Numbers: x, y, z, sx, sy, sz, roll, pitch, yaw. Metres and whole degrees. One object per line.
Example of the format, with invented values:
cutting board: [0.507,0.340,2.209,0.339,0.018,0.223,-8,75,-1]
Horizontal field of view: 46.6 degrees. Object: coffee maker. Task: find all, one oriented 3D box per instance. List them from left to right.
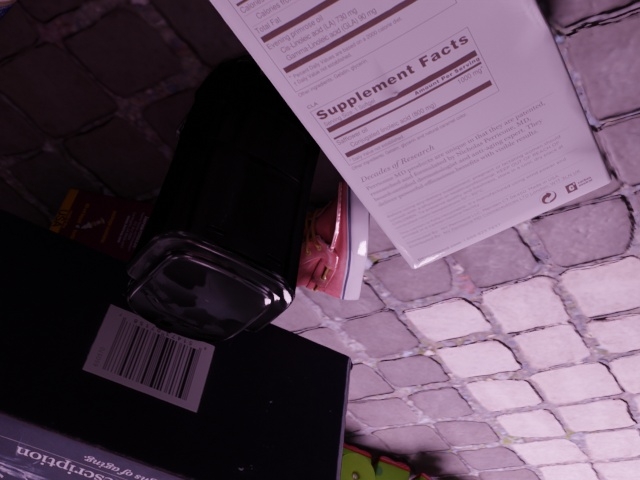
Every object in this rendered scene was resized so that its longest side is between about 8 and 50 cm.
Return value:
coffee maker: [-0.063,-0.039,0.532,0.120,0.178,0.171,12,141,-4]

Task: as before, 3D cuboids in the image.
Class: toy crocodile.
toy crocodile: [0.082,0.352,1.057,0.340,0.105,0.115,24,140,-10]

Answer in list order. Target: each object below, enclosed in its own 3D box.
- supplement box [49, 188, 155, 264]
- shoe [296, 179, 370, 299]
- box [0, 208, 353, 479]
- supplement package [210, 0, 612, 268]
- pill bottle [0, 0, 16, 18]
supplement box: [-0.156,0.028,0.711,0.188,0.081,0.104,11,140,-1]
shoe: [0.000,0.000,0.650,0.081,0.064,0.178,5,151,1]
box: [-0.196,0.194,0.682,0.343,0.179,0.313,24,131,-13]
supplement package: [0.047,-0.125,0.421,0.133,0.139,0.244,-26,130,18]
pill bottle: [-0.255,-0.164,0.507,0.120,0.067,0.067,-26,129,36]
